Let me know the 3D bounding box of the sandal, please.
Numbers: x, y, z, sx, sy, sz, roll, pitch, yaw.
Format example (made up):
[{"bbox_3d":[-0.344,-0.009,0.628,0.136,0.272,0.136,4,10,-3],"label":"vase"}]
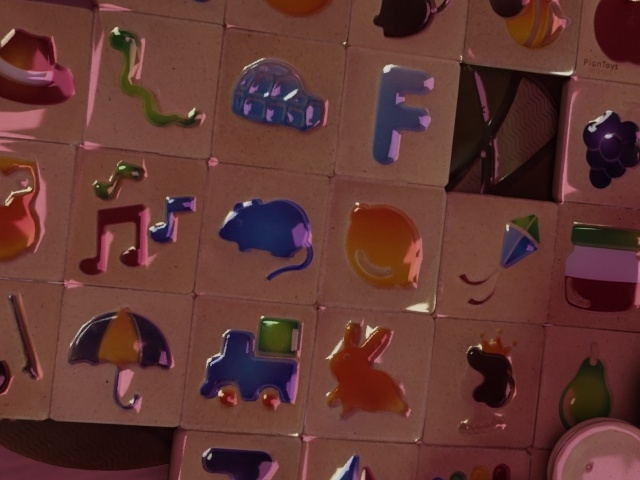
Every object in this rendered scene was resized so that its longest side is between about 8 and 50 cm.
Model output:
[{"bbox_3d":[-0.021,0.003,0.602,0.219,0.060,0.090,-28,104,-19],"label":"sandal"}]

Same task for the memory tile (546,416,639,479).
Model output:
[{"bbox_3d":[0.123,0.095,0.594,0.148,0.012,0.113,-32,94,-3],"label":"memory tile"}]

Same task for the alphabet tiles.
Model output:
[{"bbox_3d":[0.000,0.000,0.573,0.237,0.009,0.198,6,92,-23],"label":"alphabet tiles"}]
